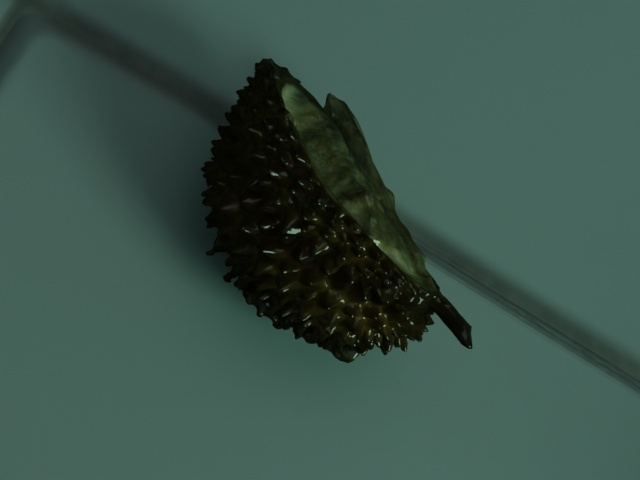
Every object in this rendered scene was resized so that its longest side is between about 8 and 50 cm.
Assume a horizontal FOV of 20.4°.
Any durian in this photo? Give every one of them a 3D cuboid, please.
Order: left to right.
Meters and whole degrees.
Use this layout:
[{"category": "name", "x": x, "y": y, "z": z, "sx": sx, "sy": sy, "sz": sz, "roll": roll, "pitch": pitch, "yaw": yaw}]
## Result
[{"category": "durian", "x": 0.000, "y": 0.001, "z": 0.673, "sx": 0.140, "sy": 0.071, "sz": 0.110, "roll": 54, "pitch": 17, "yaw": 23}]
